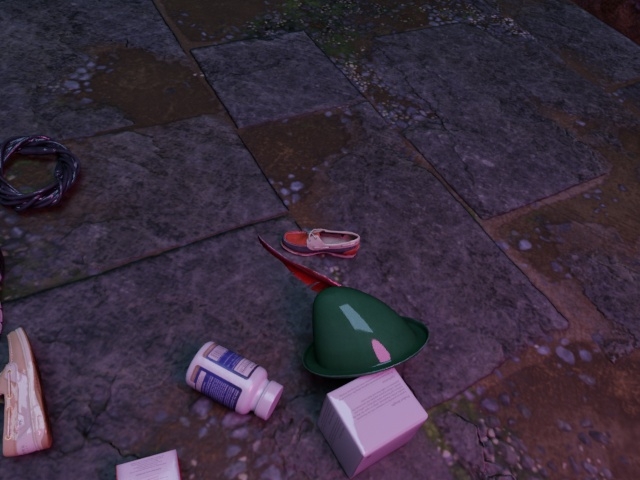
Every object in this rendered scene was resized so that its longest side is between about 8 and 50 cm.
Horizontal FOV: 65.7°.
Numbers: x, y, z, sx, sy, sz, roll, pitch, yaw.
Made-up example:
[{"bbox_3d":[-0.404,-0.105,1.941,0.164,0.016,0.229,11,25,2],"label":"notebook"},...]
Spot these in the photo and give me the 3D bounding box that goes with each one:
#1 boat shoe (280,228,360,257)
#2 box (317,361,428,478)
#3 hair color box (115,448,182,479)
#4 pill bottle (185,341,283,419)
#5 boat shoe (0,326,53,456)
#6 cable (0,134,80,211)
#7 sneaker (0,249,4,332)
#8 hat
[{"bbox_3d":[0.000,0.000,0.857,0.137,0.043,0.049,7,52,-2],"label":"boat shoe"},{"bbox_3d":[0.064,0.232,0.642,0.101,0.102,0.087,-21,55,-25],"label":"box"},{"bbox_3d":[-0.188,0.323,0.563,0.072,0.043,0.141,-9,52,-17],"label":"hair color box"},{"bbox_3d":[-0.114,0.191,0.667,0.120,0.067,0.067,25,52,11],"label":"pill bottle"},{"bbox_3d":[-0.386,0.188,0.626,0.059,0.063,0.170,-14,56,-27],"label":"boat shoe"},{"bbox_3d":[-0.504,-0.120,0.874,0.184,0.047,0.150,34,49,21],"label":"cable"},{"bbox_3d":[-0.510,0.060,0.709,0.083,0.071,0.190,-13,54,-12],"label":"sneaker"},{"bbox_3d":[0.029,0.068,0.681,0.209,0.183,0.173,-14,12,2],"label":"hat"}]
